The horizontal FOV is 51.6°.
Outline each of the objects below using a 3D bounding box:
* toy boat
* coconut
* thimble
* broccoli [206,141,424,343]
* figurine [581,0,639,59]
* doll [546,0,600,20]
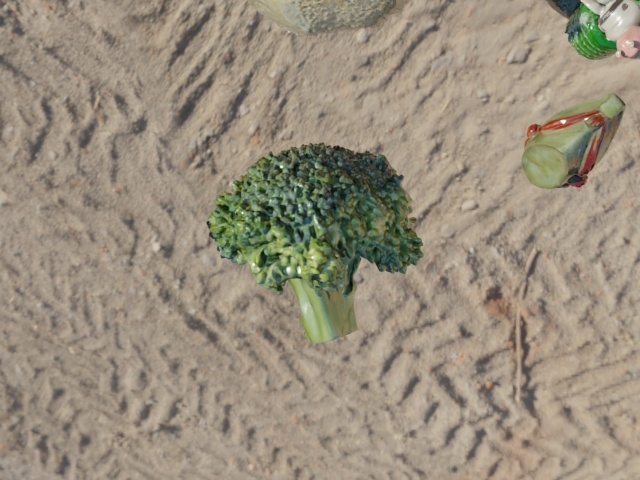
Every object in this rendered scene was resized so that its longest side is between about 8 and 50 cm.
[{"bbox_3d":[0.273,-0.103,0.739,0.089,0.071,0.185,50,171,8],"label":"toy boat"},{"bbox_3d":[0.020,-0.597,1.260,0.415,0.416,0.345,10,149,2],"label":"coconut"},{"bbox_3d":[0.483,-0.369,1.109,0.130,0.090,0.118,-20,91,-8],"label":"thimble"},{"bbox_3d":[0.004,-0.017,0.848,0.288,0.260,0.235,-14,154,-36],"label":"broccoli"},{"bbox_3d":[0.449,-0.307,0.943,0.146,0.098,0.081,19,128,-13],"label":"figurine"},{"bbox_3d":[0.470,-0.591,1.305,0.349,0.247,0.247,36,128,-29],"label":"doll"}]
